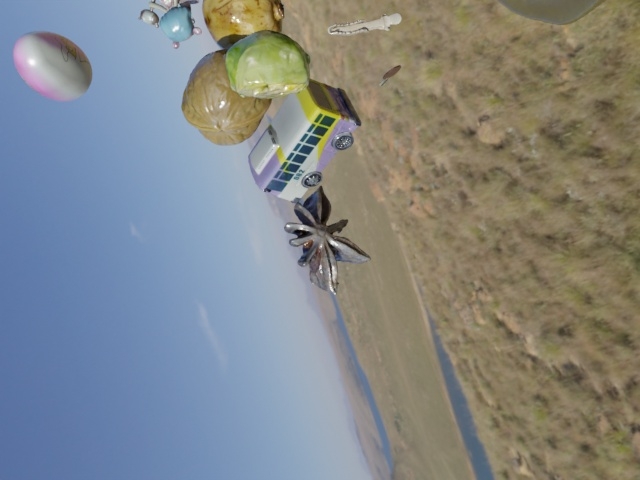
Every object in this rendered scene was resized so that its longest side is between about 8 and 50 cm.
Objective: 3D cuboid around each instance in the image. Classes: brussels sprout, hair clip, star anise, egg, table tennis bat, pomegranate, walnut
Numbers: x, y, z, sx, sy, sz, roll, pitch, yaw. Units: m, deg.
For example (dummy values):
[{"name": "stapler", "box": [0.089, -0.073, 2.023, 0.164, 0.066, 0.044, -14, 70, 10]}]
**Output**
[{"name": "brussels sprout", "box": [-0.096, -0.333, 1.036, 0.151, 0.149, 0.122, -27, -74, -62]}, {"name": "hair clip", "box": [0.121, -0.621, 1.611, 0.072, 0.226, 0.034, -177, 72, -76]}, {"name": "star anise", "box": [0.002, 0.005, 1.394, 0.258, 0.198, 0.110, 57, 144, 2]}, {"name": "egg", "box": [-0.809, -0.532, 1.674, 0.271, 0.196, 0.196, 88, 163, -74]}, {"name": "table tennis bat", "box": [0.173, -0.416, 1.398, 0.007, 0.050, 0.083, 59, 149, 4]}, {"name": "pomegranate", "box": [-0.186, -0.577, 1.407, 0.215, 0.215, 0.215, 161, 90, -88]}, {"name": "walnut", "box": [-0.225, -0.341, 1.330, 0.228, 0.228, 0.228, 161, 90, -88]}]

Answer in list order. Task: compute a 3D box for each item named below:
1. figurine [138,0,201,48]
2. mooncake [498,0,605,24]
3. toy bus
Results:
[{"name": "figurine", "box": [-0.495, -0.736, 1.734, 0.103, 0.205, 0.260, -56, -58, -76]}, {"name": "mooncake", "box": [0.539, -0.699, 1.279, 0.378, 0.201, 0.378, 34, 176, 3]}, {"name": "toy bus", "box": [-0.081, -0.359, 2.046, 0.440, 0.249, 0.209, -48, 48, 34]}]
